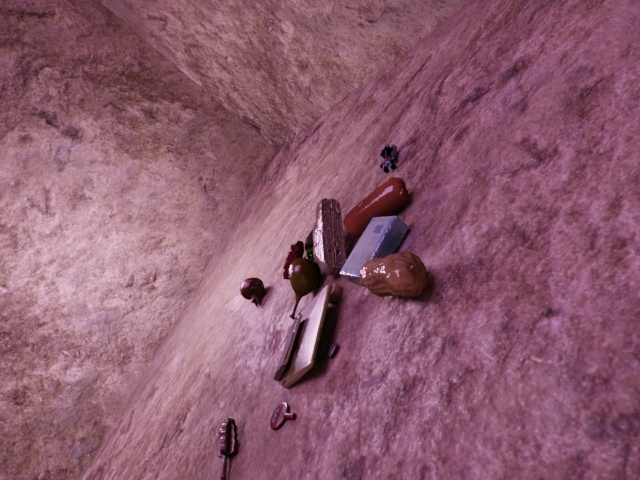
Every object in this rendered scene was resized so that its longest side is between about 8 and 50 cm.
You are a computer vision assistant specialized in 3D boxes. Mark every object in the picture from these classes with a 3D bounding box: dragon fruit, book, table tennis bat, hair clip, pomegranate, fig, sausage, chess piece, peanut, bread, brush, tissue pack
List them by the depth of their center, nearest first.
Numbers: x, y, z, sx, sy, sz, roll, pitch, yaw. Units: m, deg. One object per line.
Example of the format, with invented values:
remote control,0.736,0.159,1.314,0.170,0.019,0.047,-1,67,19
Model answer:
peanut,0.240,0.109,1.531,0.159,0.143,0.291,-23,5,-23
table tennis bat,-0.128,0.603,1.652,0.154,0.019,0.098,-27,33,53
hair clip,0.021,0.376,1.695,0.054,0.022,0.137,-59,23,-15
brush,-0.341,0.794,1.731,0.084,0.071,0.301,-57,25,33
book,-0.045,0.347,1.781,0.239,0.035,0.352,-50,17,45
tissue pack,0.198,0.039,1.786,0.263,0.089,0.177,-60,22,-13
book,-0.121,0.408,1.847,0.157,0.026,0.231,115,174,-53
chess piece,0.047,0.207,1.889,0.083,0.038,0.084,-44,23,25
sausage,0.227,-0.134,1.948,0.304,0.121,0.121,-39,25,31
bread,0.024,-0.007,2.047,0.183,0.101,0.338,137,134,-60
fig,-0.096,0.198,2.052,0.151,0.151,0.259,-9,51,60
dragon fruit,-0.116,0.093,2.215,0.122,0.092,0.192,-138,56,-62
pomegranate,-0.358,0.267,2.491,0.129,0.129,0.159,-29,40,45

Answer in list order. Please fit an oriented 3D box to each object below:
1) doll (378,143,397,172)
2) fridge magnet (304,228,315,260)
doll,0.317,-0.395,2.249,0.095,0.070,0.195,-23,40,24
fridge magnet,0.000,0.000,2.231,0.208,0.088,0.208,-41,29,29
